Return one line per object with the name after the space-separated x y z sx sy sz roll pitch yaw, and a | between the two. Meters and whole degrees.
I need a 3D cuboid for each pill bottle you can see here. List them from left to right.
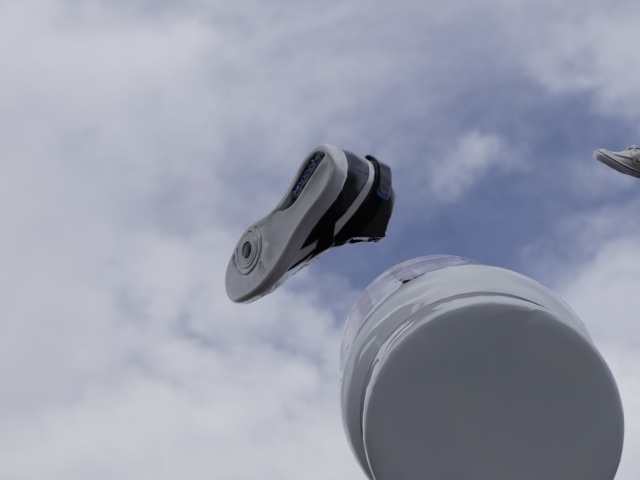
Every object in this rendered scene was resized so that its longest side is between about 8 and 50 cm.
0.128 0.130 0.893 0.224 0.224 0.392 0 2 1 | pill bottle

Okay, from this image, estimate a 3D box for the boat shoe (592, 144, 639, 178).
0.350 -0.090 1.099 0.100 0.035 0.035 17 -72 -20 | boat shoe

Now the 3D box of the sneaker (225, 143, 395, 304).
0.000 0.000 1.030 0.121 0.079 0.217 13 -49 -37 | sneaker
